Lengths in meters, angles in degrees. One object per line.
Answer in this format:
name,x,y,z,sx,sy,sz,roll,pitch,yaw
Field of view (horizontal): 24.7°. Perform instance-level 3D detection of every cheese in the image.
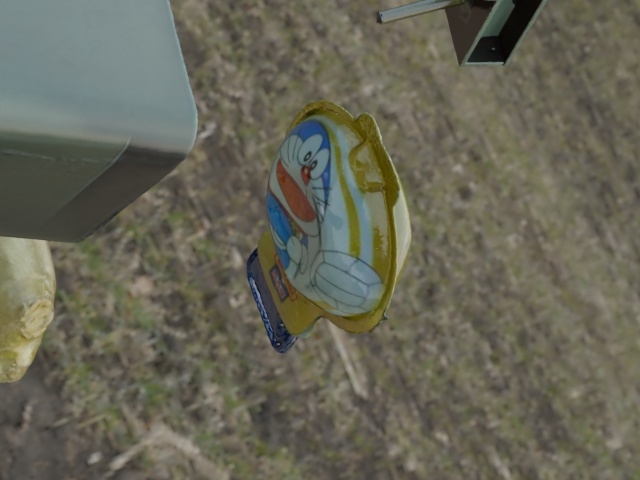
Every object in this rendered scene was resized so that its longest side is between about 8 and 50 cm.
cheese,0.000,0.000,1.093,0.069,0.270,0.177,-12,69,-26

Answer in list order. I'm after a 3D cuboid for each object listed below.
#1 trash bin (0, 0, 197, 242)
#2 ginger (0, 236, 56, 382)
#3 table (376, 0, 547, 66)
trash bin,-0.194,-0.097,0.619,0.240,0.122,0.164,4,64,-40
ginger,-0.315,-0.083,1.125,0.122,0.363,0.348,12,86,-43
table,0.111,-0.238,1.028,0.111,0.240,0.121,-3,63,-17
